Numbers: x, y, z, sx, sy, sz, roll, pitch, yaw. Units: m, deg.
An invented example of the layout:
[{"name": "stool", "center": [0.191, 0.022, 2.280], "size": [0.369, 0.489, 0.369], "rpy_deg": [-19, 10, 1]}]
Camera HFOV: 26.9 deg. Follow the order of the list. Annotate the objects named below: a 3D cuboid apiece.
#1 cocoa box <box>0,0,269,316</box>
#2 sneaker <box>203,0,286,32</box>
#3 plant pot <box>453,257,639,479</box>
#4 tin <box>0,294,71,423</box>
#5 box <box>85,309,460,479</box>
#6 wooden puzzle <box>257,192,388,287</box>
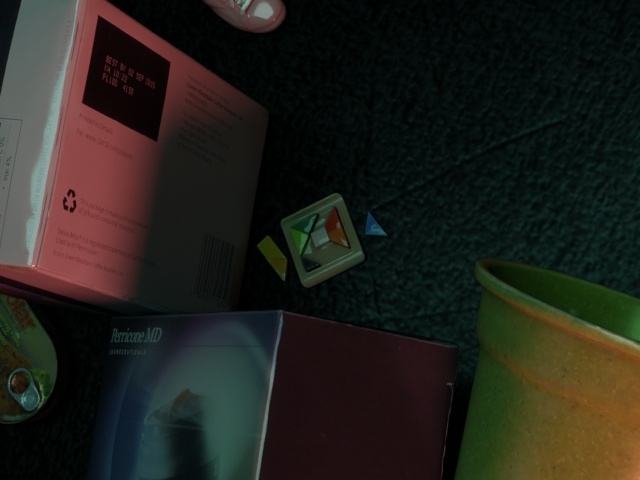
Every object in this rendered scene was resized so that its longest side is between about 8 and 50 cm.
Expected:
[{"name": "cocoa box", "center": [-0.231, -0.063, 1.186], "size": [0.228, 0.347, 0.231], "rpy_deg": [5, 81, 23]}, {"name": "sneaker", "center": [-0.099, -0.254, 1.329], "size": [0.134, 0.070, 0.051], "rpy_deg": [34, 90, 24]}, {"name": "plant pot", "center": [0.211, 0.179, 1.024], "size": [0.276, 0.276, 0.254], "rpy_deg": [21, 99, 24]}, {"name": "tin", "center": [-0.324, 0.101, 1.359], "size": [0.106, 0.040, 0.189], "rpy_deg": [-42, 67, 13]}, {"name": "box", "center": [-0.060, 0.212, 1.082], "size": [0.296, 0.183, 0.294], "rpy_deg": [-8, 71, 56]}, {"name": "wooden puzzle", "center": [0.000, 0.000, 1.263], "size": [0.116, 0.014, 0.078], "rpy_deg": [-33, 69, 12]}]
